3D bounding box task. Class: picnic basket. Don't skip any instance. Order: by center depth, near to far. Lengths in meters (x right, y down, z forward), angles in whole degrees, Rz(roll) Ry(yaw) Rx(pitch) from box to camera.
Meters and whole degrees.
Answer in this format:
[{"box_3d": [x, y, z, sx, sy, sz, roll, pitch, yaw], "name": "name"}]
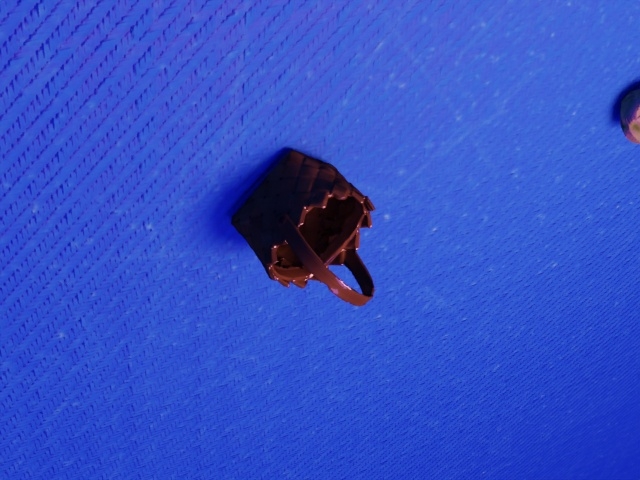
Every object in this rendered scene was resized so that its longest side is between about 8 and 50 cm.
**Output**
[{"box_3d": [0.000, 0.000, 1.111, 0.138, 0.178, 0.128, -48, 141, 17], "name": "picnic basket"}]

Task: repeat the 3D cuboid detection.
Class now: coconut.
[{"box_3d": [0.443, -0.170, 1.348, 0.083, 0.081, 0.082, -52, -179, 28], "name": "coconut"}]
